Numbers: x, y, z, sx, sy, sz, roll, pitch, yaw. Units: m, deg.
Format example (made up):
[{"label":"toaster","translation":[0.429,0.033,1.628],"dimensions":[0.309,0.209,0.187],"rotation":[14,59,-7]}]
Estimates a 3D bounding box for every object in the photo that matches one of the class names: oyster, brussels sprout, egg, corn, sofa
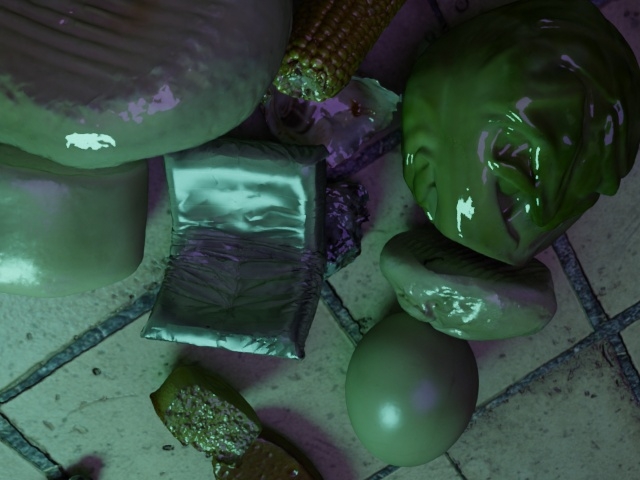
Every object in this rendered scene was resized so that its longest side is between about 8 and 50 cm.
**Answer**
[{"label":"oyster","translation":[-0.016,-0.184,0.984],"dimensions":[0.161,0.107,0.233],"rotation":[-39,133,19]},{"label":"brussels sprout","translation":[0.243,-0.137,0.991],"dimensions":[0.328,0.247,0.328],"rotation":[-6,113,-13]},{"label":"egg","translation":[0.127,0.212,1.162],"dimensions":[0.186,0.186,0.241],"rotation":[-1,118,-14]},{"label":"oyster","translation":[0.000,0.000,1.098],"dimensions":[0.125,0.064,0.177],"rotation":[11,113,-13]},{"label":"corn","translation":[0.044,-0.269,0.889],"dimensions":[0.106,0.106,0.293],"rotation":[44,65,-28]},{"label":"sofa","translation":[-0.099,-0.001,0.971],"dimensions":[0.210,0.176,0.225],"rotation":[8,120,10]}]

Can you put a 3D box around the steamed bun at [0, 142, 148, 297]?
[{"label":"steamed bun","translation":[-0.323,-0.028,0.944],"dimensions":[0.250,0.155,0.200],"rotation":[7,114,-15]}]

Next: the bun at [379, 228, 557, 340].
[{"label":"bun","translation":[0.194,0.064,1.093],"dimensions":[0.210,0.237,0.116],"rotation":[-17,127,-53]}]

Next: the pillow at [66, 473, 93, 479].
[{"label":"pillow","translation":[-0.394,0.440,1.218],"dimensions":[0.093,0.051,0.241],"rotation":[6,115,-23]}]

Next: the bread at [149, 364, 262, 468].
[{"label":"bread","translation":[-0.159,0.236,1.139],"dimensions":[0.156,0.125,0.086],"rotation":[36,95,-16]}]

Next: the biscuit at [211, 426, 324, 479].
[{"label":"biscuit","translation":[-0.125,0.424,1.282],"dimensions":[0.277,0.052,0.262],"rotation":[-37,114,6]}]

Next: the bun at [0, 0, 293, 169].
[{"label":"bun","translation":[-0.207,-0.220,0.820],"dimensions":[0.361,0.361,0.213],"rotation":[-24,163,-2]}]
